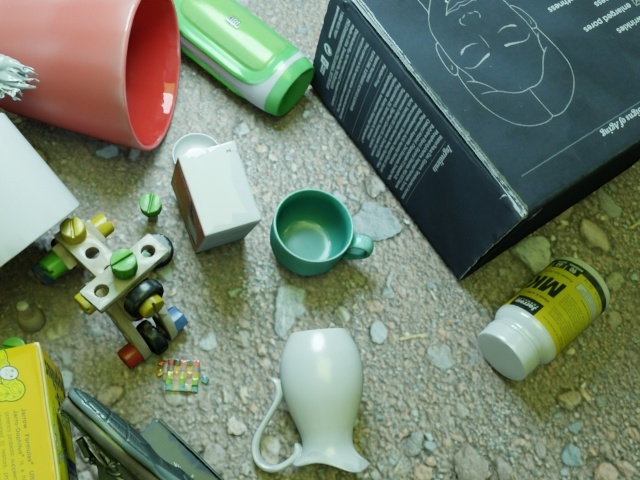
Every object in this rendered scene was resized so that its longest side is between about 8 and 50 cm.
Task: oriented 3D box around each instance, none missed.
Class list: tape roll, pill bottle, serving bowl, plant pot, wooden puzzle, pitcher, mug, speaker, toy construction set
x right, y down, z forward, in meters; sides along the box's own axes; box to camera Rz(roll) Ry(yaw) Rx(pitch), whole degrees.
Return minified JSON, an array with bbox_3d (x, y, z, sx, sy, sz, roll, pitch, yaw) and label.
[{"bbox_3d":[-0.489,-0.041,1.027,0.246,0.246,0.169,-43,106,-22],"label":"tape roll"},{"bbox_3d":[0.365,0.129,1.209,0.209,0.119,0.119,-37,78,-22],"label":"pill bottle"},{"bbox_3d":[-0.212,-0.143,1.266,0.084,0.027,0.083,3,67,-8],"label":"serving bowl"},{"bbox_3d":[-0.381,-0.288,1.182,0.243,0.275,0.274,7,66,5],"label":"plant pot"},{"bbox_3d":[-0.213,0.208,1.133,0.083,0.006,0.049,4,67,-9],"label":"wooden puzzle"},{"bbox_3d":[-0.021,0.241,1.102,0.178,0.125,0.207,-5,80,4],"label":"pitcher"},{"bbox_3d":[-0.009,0.002,1.205,0.129,0.097,0.157,-39,80,-22],"label":"mug"},{"bbox_3d":[-0.158,-0.353,1.310,0.297,0.131,0.131,39,67,7],"label":"speaker"},{"bbox_3d":[-0.345,0.056,1.046,0.309,0.237,0.257,-18,72,-16],"label":"toy construction set"}]

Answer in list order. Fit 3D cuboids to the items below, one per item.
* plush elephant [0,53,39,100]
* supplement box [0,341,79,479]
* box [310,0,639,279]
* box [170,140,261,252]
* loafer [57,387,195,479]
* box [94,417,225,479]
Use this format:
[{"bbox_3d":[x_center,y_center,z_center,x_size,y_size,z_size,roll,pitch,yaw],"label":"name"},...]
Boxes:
[{"bbox_3d":[-0.582,-0.210,0.961,0.330,0.272,0.255,34,65,-26],"label":"plush elephant"},{"bbox_3d":[-0.517,0.280,0.947,0.357,0.194,0.195,-11,71,-15],"label":"supplement box"},{"bbox_3d":[0.318,-0.275,1.270,0.480,0.297,0.471,-30,75,-20],"label":"box"},{"bbox_3d":[-0.168,-0.064,1.151,0.091,0.170,0.130,-18,85,-17],"label":"box"},{"bbox_3d":[-0.247,0.306,0.960,0.267,0.096,0.084,43,80,-7],"label":"loafer"},{"bbox_3d":[-0.245,0.396,1.022,0.183,0.059,0.233,42,66,9],"label":"box"}]
